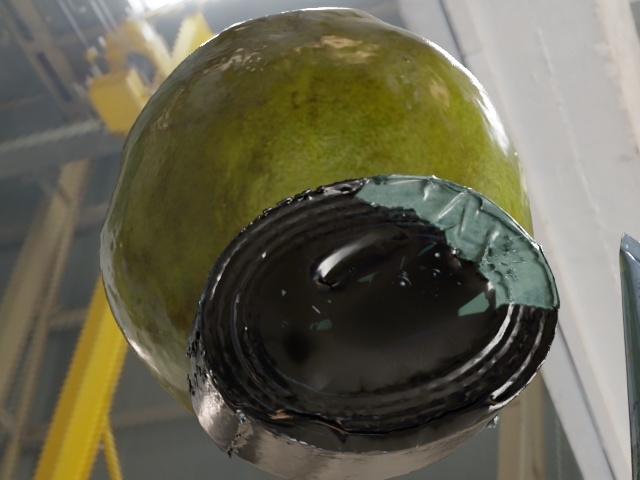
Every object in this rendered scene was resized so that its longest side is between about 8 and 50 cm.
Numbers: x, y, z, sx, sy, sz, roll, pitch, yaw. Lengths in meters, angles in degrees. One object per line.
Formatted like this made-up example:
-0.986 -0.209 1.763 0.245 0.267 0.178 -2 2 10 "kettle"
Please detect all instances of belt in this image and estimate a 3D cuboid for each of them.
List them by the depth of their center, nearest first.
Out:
0.028 0.043 0.715 0.198 0.078 0.151 -13 -111 -17 "belt"

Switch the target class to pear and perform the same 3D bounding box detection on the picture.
0.000 0.000 1.129 0.352 0.352 0.413 -19 -124 10 "pear"

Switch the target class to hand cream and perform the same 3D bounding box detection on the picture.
0.306 0.126 1.244 0.058 0.091 0.271 -26 -130 39 "hand cream"
